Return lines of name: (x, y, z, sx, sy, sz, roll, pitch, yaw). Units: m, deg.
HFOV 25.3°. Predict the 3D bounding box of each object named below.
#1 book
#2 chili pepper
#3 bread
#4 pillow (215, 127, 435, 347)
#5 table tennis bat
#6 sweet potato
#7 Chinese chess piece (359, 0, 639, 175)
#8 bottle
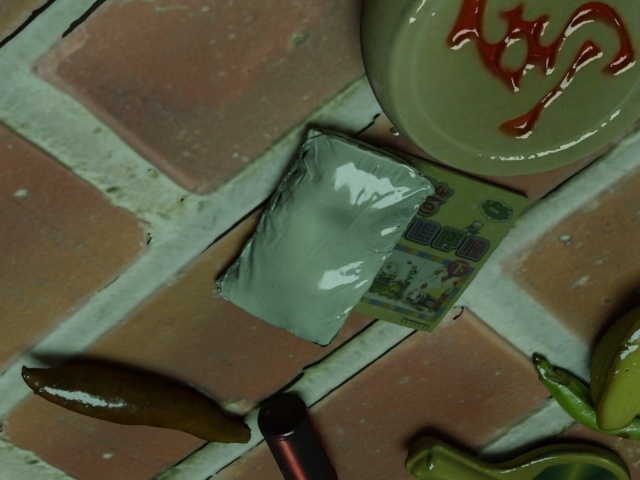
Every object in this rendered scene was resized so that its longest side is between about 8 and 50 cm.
book: (0.084, 0.004, 1.385, 0.168, 0.013, 0.192, 17, 125, -24)
chili pepper: (0.302, 0.184, 1.571, 0.208, 0.043, 0.049, 23, 136, -27)
bread: (0.358, 0.117, 1.515, 0.149, 0.065, 0.187, -6, 130, -21)
pillow: (0.000, 0.000, 1.328, 0.128, 0.051, 0.229, 29, 123, -7)
table tennis bat: (0.225, 0.287, 1.648, 0.321, 0.050, 0.198, 24, 124, -34)
sweet potato: (-0.180, 0.164, 1.444, 0.264, 0.057, 0.057, 18, 125, -27)
Chinese chess piece: (0.165, -0.176, 1.182, 0.273, 0.102, 0.273, -6, 132, -6)
bottle: (-0.017, 0.238, 1.539, 0.060, 0.060, 0.164, -18, 133, 4)
